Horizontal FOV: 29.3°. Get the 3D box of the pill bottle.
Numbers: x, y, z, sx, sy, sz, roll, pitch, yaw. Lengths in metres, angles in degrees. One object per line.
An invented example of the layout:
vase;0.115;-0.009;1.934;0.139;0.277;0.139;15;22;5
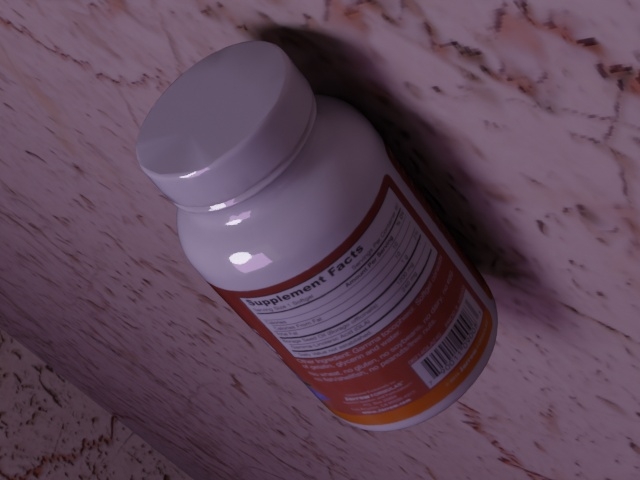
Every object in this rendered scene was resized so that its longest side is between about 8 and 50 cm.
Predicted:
pill bottle;0.000;0.000;0.662;0.121;0.121;0.216;14;152;47
